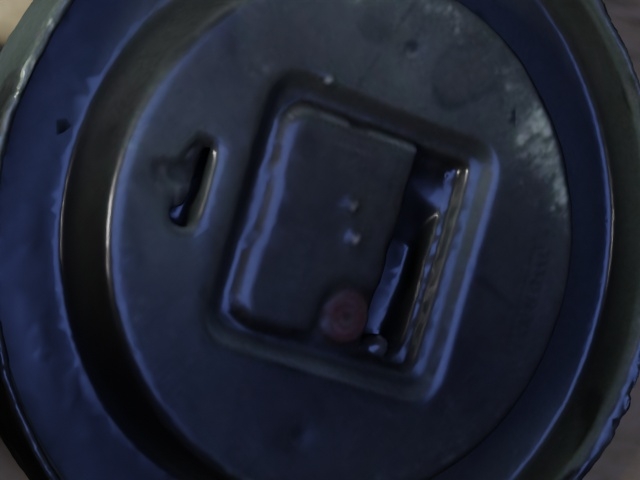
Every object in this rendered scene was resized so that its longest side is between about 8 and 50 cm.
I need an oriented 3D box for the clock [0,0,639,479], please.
[{"bbox_3d":[0.000,0.000,0.709,0.280,0.055,0.280,-2,94,-29],"label":"clock"}]
